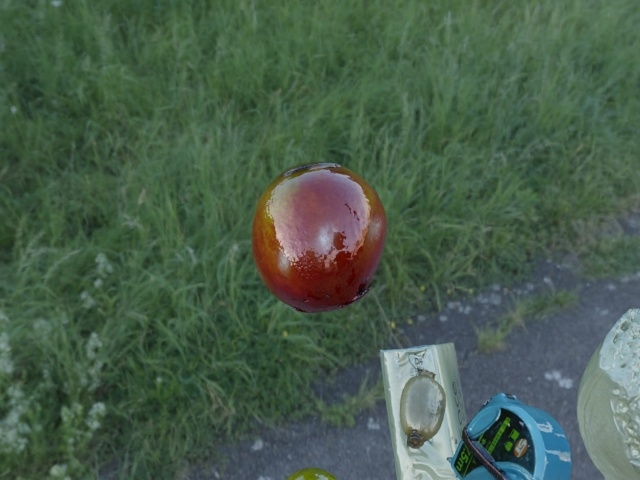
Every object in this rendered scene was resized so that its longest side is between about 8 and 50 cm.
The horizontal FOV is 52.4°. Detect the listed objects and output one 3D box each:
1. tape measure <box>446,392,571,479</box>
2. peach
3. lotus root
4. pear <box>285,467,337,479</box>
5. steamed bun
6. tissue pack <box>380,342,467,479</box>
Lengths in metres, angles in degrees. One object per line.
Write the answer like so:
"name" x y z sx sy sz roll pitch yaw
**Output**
"tape measure" 0.221 0.250 0.751 0.081 0.125 0.146 17 16 -30
"peach" 0.000 0.000 1.581 0.370 0.370 0.370 -4 35 3
"lotus root" 0.164 0.261 1.039 0.073 0.062 0.150 10 42 8
"pear" -0.027 0.565 1.388 0.149 0.149 0.162 25 34 36
"steamed bun" 0.560 0.252 1.068 0.290 0.273 0.272 -14 59 -29
"tissue pack" 0.328 0.520 1.976 0.205 0.405 0.332 -13 -11 20
